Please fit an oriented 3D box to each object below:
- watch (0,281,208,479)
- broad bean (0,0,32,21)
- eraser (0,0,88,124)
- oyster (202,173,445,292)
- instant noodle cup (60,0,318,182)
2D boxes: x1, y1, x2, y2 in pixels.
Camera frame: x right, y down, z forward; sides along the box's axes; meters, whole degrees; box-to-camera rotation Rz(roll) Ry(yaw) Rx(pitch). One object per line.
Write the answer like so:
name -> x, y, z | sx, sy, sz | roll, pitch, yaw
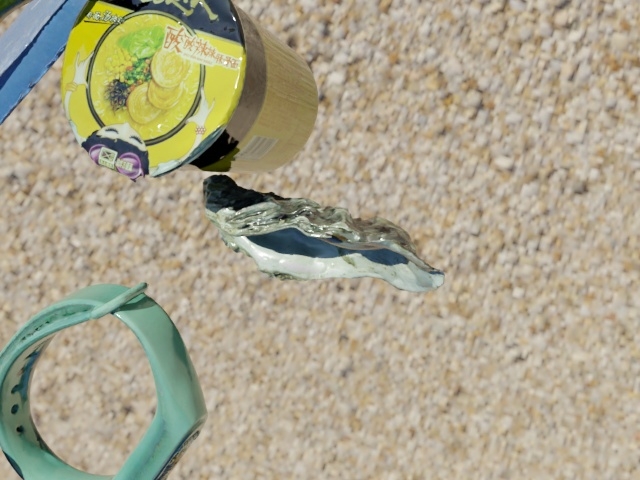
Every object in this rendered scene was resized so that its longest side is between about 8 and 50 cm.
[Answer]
watch -> -0.201, 0.142, 1.186 | 0.195, 0.068, 0.237 | 42, 122, 9
broad bean -> -0.273, -0.254, 1.250 | 0.039, 0.227, 0.069 | 56, 176, -16
eraser -> -0.362, -0.187, 1.485 | 0.042, 0.312, 0.144 | 41, -179, -27
oyster -> -0.001, 0.003, 1.329 | 0.199, 0.087, 0.252 | 25, 170, -27
instant noodle cup -> -0.115, -0.154, 1.340 | 0.215, 0.215, 0.236 | 0, 174, 26
